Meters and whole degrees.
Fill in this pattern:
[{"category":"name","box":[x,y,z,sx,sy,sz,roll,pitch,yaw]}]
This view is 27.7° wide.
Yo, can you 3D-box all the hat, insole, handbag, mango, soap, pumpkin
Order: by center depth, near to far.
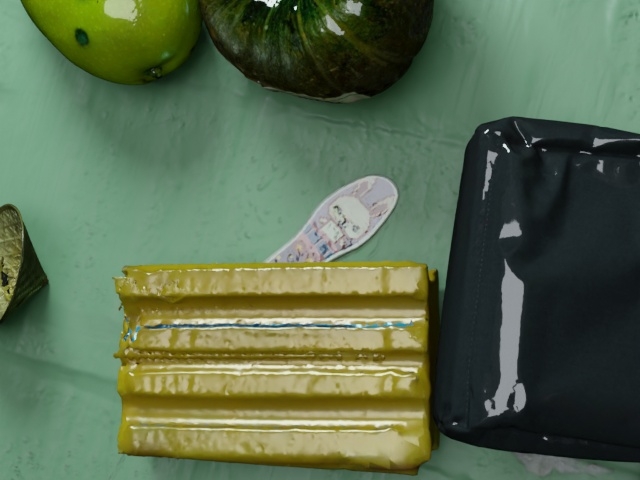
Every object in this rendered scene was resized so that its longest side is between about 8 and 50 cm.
[{"category":"handbag","box":[0.254,0.053,1.209,0.275,0.178,0.301,8,82,-2]},{"category":"soap","box":[-0.043,0.124,1.305,0.325,0.096,0.204,0,85,13]},{"category":"pumpkin","box":[0.008,-0.267,1.310,0.260,0.189,0.260,4,97,32]},{"category":"insole","box":[0.000,0.000,1.361,0.197,0.004,0.065,-40,76,5]},{"category":"mango","box":[-0.239,-0.288,1.388,0.175,0.143,0.293,-39,67,4]},{"category":"hat","box":[-0.324,0.039,1.406,0.146,0.067,0.146,-27,55,47]}]
